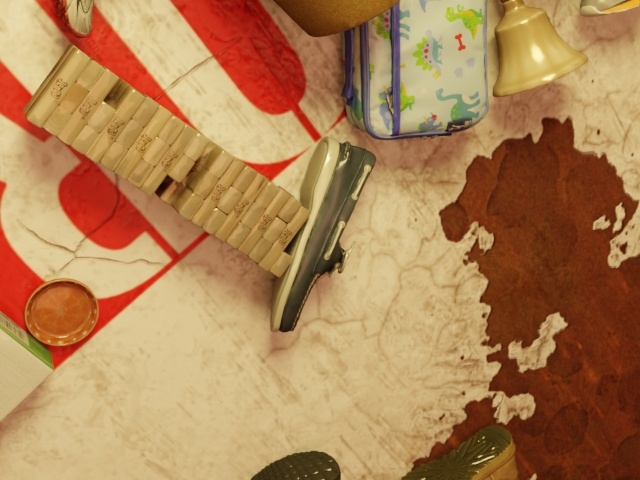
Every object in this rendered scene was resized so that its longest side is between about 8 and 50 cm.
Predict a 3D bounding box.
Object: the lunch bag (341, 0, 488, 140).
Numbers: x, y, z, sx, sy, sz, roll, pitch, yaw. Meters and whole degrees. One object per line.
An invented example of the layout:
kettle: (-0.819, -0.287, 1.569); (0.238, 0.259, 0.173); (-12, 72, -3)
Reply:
lunch bag: (0.113, -0.233, 1.039); (0.176, 0.090, 0.218); (-7, 108, -17)

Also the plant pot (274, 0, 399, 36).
plant pot: (-0.011, -0.347, 0.860); (0.237, 0.237, 0.254); (-33, 117, -10)

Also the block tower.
block tower: (-0.161, -0.086, 0.965); (0.335, 0.091, 0.097); (36, 91, -29)

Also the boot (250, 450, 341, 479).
boot: (-0.061, 0.407, 1.189); (0.247, 0.083, 0.161); (-31, 123, -5)

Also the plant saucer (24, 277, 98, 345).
plant saucer: (-0.304, 0.083, 1.003); (0.084, 0.013, 0.083); (-7, 109, -21)

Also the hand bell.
hand bell: (0.236, -0.316, 1.069); (0.126, 0.126, 0.242); (-27, 104, -14)

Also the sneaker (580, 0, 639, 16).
sneaker: (0.415, -0.370, 1.133); (0.215, 0.084, 0.083); (-41, 116, -17)

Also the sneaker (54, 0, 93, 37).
sneaker: (-0.214, -0.315, 0.869); (0.093, 0.088, 0.225); (14, 101, -28)

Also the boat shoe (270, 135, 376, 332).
boat shoe: (0.000, 0.000, 1.066); (0.079, 0.095, 0.254); (17, 91, -16)

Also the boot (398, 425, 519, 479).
boot: (0.240, 0.449, 1.320); (0.236, 0.089, 0.269); (-27, 117, -13)

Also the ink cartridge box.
ink cartridge box: (-0.416, 0.175, 0.956); (0.209, 0.062, 0.109); (-44, 118, -4)
